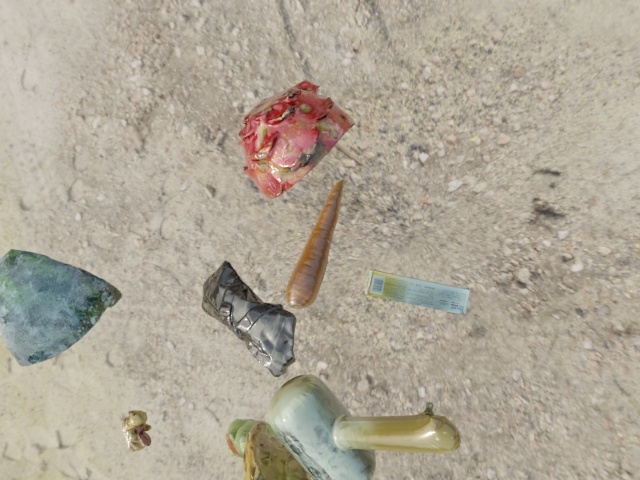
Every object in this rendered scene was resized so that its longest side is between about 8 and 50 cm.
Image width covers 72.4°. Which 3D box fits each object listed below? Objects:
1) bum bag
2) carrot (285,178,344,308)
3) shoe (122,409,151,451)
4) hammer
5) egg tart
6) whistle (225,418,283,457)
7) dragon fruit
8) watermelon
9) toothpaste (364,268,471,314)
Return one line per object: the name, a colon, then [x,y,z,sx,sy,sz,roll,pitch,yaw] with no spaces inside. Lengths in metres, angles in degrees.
bum bag: [-0.173,0.174,1.035,0.340,0.095,0.144,33,107,35]
carrot: [0.000,0.000,0.637,0.048,0.048,0.216,15,67,12]
shoe: [-0.523,0.547,1.261,0.069,0.072,0.109,-15,63,13]
hammer: [0.064,0.275,0.629,0.202,0.113,0.305,51,135,-10]
egg tart: [-0.062,0.477,0.762,0.120,0.315,0.315,-8,89,-3]
whistle: [-0.207,0.569,1.256,0.131,0.288,0.106,20,64,-23]
dragon fruit: [-0.093,-0.314,1.290,0.249,0.371,0.386,45,56,-18]
watermelon: [-0.732,0.195,1.188,0.320,0.213,0.289,18,75,-28]
toothpaste: [0.300,0.159,1.358,0.313,0.071,0.089,12,85,0]
